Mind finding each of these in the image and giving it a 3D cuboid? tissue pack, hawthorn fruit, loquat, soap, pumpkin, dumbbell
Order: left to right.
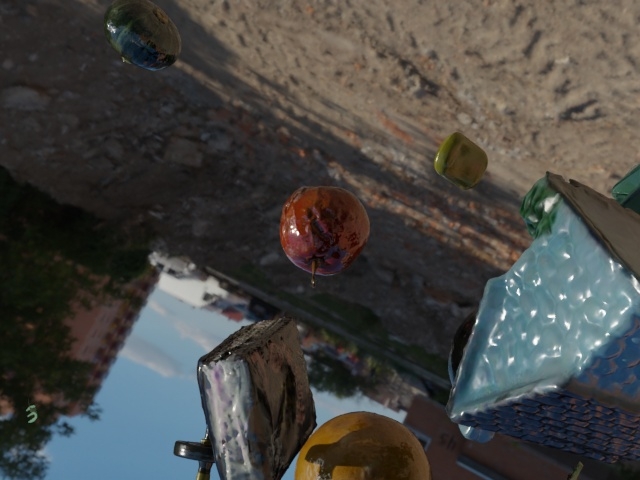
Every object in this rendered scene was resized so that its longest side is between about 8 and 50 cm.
[{"bbox_3d":[-0.365,-0.421,1.492,0.167,0.125,0.167,54,-159,-31],"label":"pumpkin"},{"bbox_3d":[-0.245,0.510,1.502,0.143,0.325,0.143,9,166,2],"label":"dumbbell"},{"bbox_3d":[-0.103,0.277,1.254,0.123,0.244,0.332,-10,-177,12],"label":"tissue pack"},{"bbox_3d":[0.000,0.000,1.872,0.242,0.271,0.242,9,156,4],"label":"hawthorn fruit"},{"bbox_3d":[0.097,0.549,1.660,0.329,0.328,0.328,27,173,4],"label":"loquat"},{"bbox_3d":[0.271,-0.153,1.416,0.140,0.088,0.045,25,-178,-42],"label":"soap"}]

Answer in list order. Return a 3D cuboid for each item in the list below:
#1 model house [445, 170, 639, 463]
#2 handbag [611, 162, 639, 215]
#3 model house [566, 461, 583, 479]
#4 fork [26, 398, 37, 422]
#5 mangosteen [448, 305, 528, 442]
[{"bbox_3d":[0.367,0.156,0.974,0.360,0.339,0.297,20,-154,-26],"label":"model house"},{"bbox_3d":[0.819,-0.070,1.584,0.327,0.089,0.238,21,153,-1],"label":"handbag"},{"bbox_3d":[0.473,0.612,1.255,0.313,0.242,0.358,36,-149,23],"label":"model house"},{"bbox_3d":[-0.654,0.382,1.660,0.021,0.039,0.235,-14,166,-27],"label":"fork"},{"bbox_3d":[0.402,0.257,1.397,0.297,0.297,0.313,34,-169,-46],"label":"mangosteen"}]
